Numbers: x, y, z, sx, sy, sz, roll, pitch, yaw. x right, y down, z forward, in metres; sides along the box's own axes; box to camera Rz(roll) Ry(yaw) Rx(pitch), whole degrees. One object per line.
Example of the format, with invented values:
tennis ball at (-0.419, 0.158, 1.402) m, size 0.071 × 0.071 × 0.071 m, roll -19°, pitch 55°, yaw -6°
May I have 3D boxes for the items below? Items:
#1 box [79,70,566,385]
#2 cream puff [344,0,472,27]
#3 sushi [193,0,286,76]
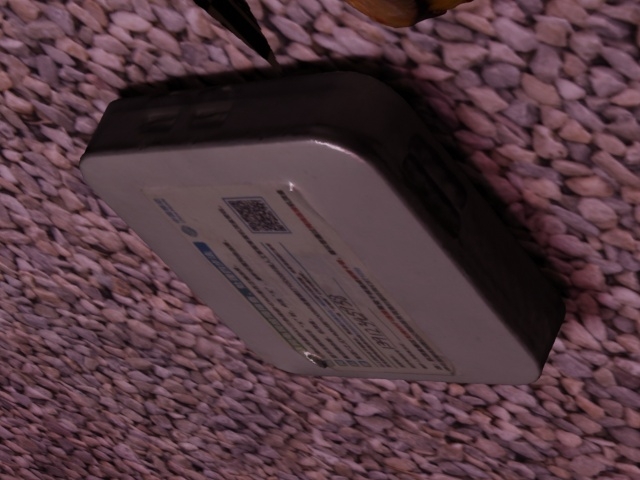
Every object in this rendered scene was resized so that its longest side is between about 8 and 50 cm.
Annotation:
box at (0.000, -0.001, 1.786) m, size 0.396 × 0.111 × 0.396 m, roll -1°, pitch 141°, yaw 42°
cream puff at (0.027, -0.253, 1.258) m, size 0.240 × 0.164 × 0.240 m, roll 43°, pitch 177°, yaw 3°
sushi at (-0.135, -0.285, 1.301) m, size 0.059 × 0.294 × 0.292 m, roll -42°, pitch 129°, yaw 14°
